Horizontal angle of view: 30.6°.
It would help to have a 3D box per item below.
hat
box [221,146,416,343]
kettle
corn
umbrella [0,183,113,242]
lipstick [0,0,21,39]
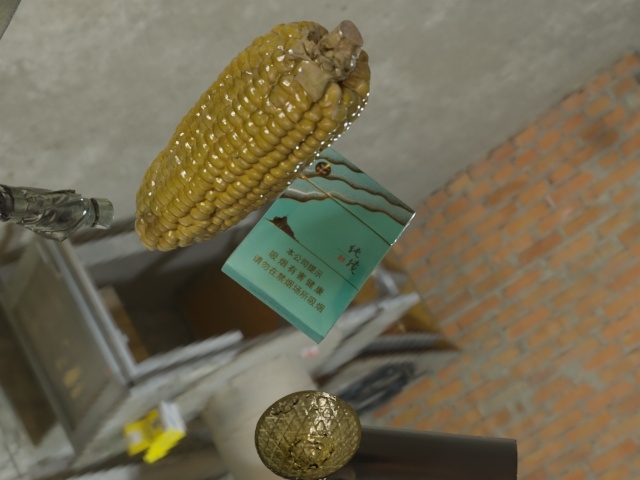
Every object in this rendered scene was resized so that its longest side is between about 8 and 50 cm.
[{"bbox_3d":[-0.014,0.281,1.590,0.146,0.146,0.067,-25,138,-17],"label":"hat"},{"bbox_3d":[0.001,-0.001,1.546,0.229,0.162,0.041,-52,180,-25],"label":"box"},{"bbox_3d":[0.150,0.387,1.886,0.308,0.203,0.262,8,-163,4],"label":"kettle"},{"bbox_3d":[-0.073,-0.101,1.169,0.130,0.130,0.347,-12,159,-47],"label":"corn"},{"bbox_3d":[-0.278,-0.028,1.086,0.188,0.046,0.050,6,99,-46],"label":"umbrella"},{"bbox_3d":[-0.275,-0.176,0.588,0.253,0.079,0.077,35,158,-31],"label":"lipstick"}]
